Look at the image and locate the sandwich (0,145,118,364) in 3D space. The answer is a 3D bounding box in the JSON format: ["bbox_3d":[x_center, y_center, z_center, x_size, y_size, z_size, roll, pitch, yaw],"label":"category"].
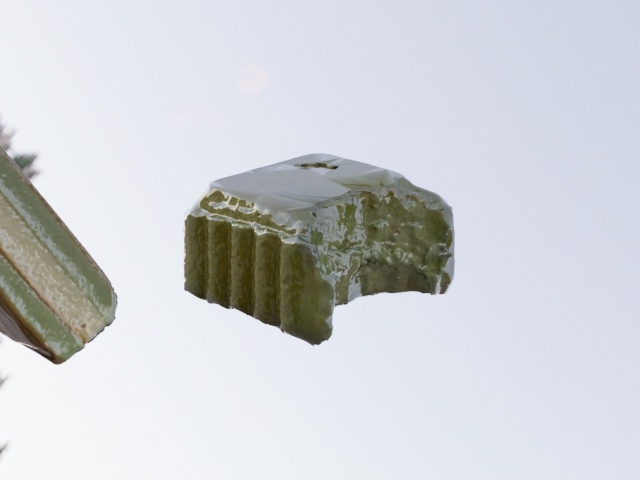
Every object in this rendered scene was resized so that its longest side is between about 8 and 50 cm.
[{"bbox_3d":[-0.222,-0.004,0.950,0.113,0.079,0.163,25,-33,38],"label":"sandwich"}]

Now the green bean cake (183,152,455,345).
[{"bbox_3d":[0.000,0.000,1.401,0.233,0.236,0.124,20,-63,40],"label":"green bean cake"}]
